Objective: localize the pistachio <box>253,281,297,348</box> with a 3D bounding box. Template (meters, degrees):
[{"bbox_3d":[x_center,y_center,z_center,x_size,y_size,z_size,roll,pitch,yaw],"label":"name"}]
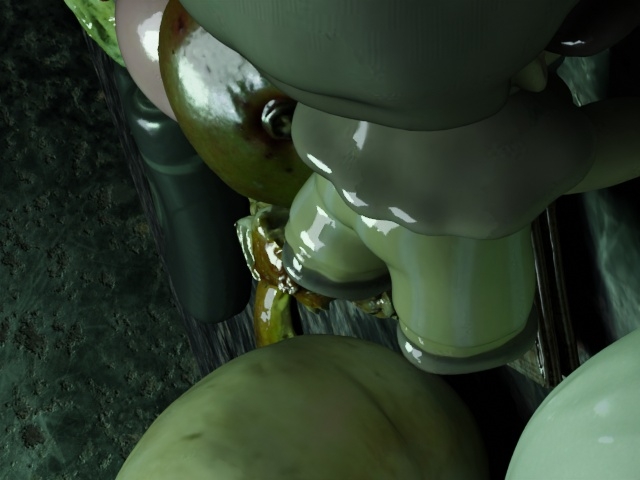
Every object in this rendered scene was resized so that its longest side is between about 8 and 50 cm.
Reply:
[{"bbox_3d":[-0.053,0.095,1.715,0.173,0.049,0.089,84,164,-47],"label":"pistachio"}]

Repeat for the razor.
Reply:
[{"bbox_3d":[-0.150,-0.073,1.764,0.204,0.113,0.349,-117,12,-46],"label":"razor"}]

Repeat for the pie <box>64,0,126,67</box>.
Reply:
[{"bbox_3d":[-0.171,-0.277,1.416,0.277,0.079,0.277,42,-142,-45],"label":"pie"}]

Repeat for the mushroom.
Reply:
[{"bbox_3d":[-0.009,0.253,1.015,0.353,0.325,0.353,-29,57,60],"label":"mushroom"}]

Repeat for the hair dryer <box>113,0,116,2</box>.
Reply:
[{"bbox_3d":[-0.173,-0.374,1.255,0.301,0.121,0.361,20,-117,-52],"label":"hair dryer"}]

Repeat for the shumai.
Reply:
[{"bbox_3d":[0.000,-0.002,1.118,0.145,0.116,0.145,162,90,-81],"label":"shumai"}]

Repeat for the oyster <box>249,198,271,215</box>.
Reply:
[{"bbox_3d":[-0.062,-0.111,1.408,0.345,0.079,0.128,85,172,-58],"label":"oyster"}]

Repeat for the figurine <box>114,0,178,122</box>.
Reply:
[{"bbox_3d":[-0.058,-0.151,1.048,0.173,0.173,0.173,163,90,-79],"label":"figurine"}]

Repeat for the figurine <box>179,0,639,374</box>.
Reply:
[{"bbox_3d":[0.029,-0.104,0.586,0.380,0.203,0.248,82,162,-46],"label":"figurine"}]

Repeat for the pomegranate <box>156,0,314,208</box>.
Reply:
[{"bbox_3d":[0.007,-0.114,0.848,0.209,0.180,0.180,-55,-43,-56],"label":"pomegranate"}]

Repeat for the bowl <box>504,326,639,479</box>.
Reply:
[{"bbox_3d":[0.150,0.163,0.575,0.277,0.145,0.277,162,90,-77],"label":"bowl"}]

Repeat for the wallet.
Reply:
[{"bbox_3d":[0.091,0.002,0.867,0.230,0.042,0.124,-150,47,-73],"label":"wallet"}]
